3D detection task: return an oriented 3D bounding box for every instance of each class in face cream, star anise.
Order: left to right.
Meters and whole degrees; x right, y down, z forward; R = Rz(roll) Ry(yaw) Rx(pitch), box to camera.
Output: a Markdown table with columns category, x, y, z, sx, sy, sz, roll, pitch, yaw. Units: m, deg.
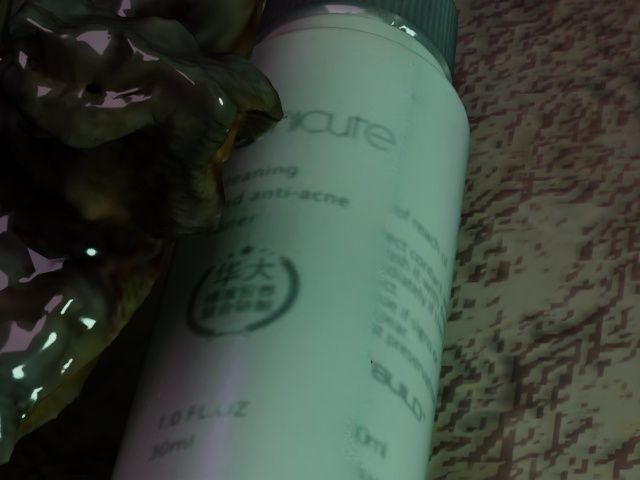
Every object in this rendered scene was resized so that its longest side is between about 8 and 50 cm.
| category | x | y | z | sx | sy | sz | roll | pitch | yaw |
| --- | --- | --- | --- | --- | --- | --- | --- | --- | --- |
| star anise | -0.090 | -0.014 | 0.571 | 0.099 | 0.220 | 0.214 | 33 | 32 | -9 |
| face cream | 0.000 | 0.000 | 0.607 | 0.092 | 0.092 | 0.311 | -2 | 45 | 15 |

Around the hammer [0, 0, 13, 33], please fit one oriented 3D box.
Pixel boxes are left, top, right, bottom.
| category | x | y | z | sx | sy | sz | roll | pitch | yaw |
| --- | --- | --- | --- | --- | --- | --- | --- | --- | --- |
| hammer | -0.130 | -0.120 | 0.818 | 0.058 | 0.029 | 0.292 | -6 | 42 | 9 |
